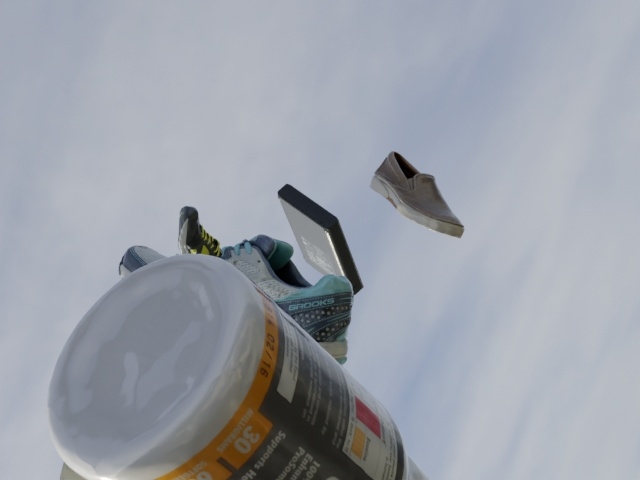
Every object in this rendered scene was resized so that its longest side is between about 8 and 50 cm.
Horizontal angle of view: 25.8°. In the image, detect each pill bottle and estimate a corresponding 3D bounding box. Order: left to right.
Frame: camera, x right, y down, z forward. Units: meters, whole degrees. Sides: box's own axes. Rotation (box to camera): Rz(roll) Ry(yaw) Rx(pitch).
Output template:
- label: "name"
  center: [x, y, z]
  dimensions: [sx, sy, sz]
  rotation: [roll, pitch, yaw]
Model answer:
- label: "pill bottle"
  center: [-0.039, 0.144, 0.938]
  dimensions: [0.278, 0.162, 0.162]
  rotation: [46, -114, -40]

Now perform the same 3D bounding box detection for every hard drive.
- label: "hard drive"
  center: [0.000, 0.000, 1.672]
  dimensions: [0.022, 0.094, 0.135]
  rotation: [-42, -37, -16]

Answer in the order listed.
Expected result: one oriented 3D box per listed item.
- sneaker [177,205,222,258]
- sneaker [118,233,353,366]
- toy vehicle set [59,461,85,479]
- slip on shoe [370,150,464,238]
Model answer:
- label: "sneaker"
  center: [-0.097, 0.001, 1.137]
  dimensions: [0.083, 0.035, 0.031]
  rotation: [92, 177, -51]
- label: "sneaker"
  center: [-0.083, 0.044, 1.482]
  dimensions: [0.110, 0.283, 0.122]
  rotation: [-4, -68, -65]
- label: "toy vehicle set"
  center: [-0.074, 0.234, 1.223]
  dimensions: [0.166, 0.267, 0.035]
  rotation: [24, -100, -62]
- label: "slip on shoe"
  center: [0.095, -0.044, 1.325]
  dimensions: [0.051, 0.135, 0.041]
  rotation: [16, -75, -32]
